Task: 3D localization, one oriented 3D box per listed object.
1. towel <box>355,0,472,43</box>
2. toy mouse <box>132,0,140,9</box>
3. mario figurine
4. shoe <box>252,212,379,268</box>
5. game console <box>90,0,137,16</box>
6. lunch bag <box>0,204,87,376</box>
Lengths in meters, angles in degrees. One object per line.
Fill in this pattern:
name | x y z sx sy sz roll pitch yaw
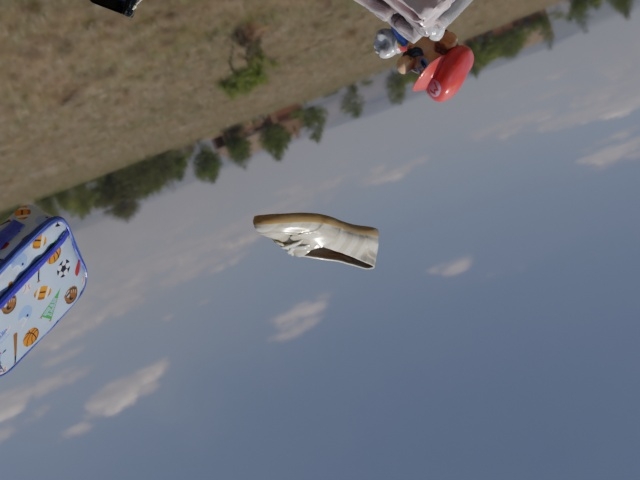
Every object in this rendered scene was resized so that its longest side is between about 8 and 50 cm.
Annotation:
towel | 0.049 -0.325 0.638 0.332 0.317 0.053 -47 164 -19
toy mouse | -0.155 -0.305 0.991 0.143 0.031 0.161 -29 -167 5
mario figurine | 0.165 -0.402 1.720 0.170 0.320 0.198 -32 158 18
shoe | 0.000 0.000 1.258 0.219 0.058 0.076 10 167 -38
game console | -0.274 -0.378 1.235 0.071 0.122 0.107 18 -170 -13
lunch bag | -0.569 0.094 1.635 0.115 0.243 0.303 22 -126 19
